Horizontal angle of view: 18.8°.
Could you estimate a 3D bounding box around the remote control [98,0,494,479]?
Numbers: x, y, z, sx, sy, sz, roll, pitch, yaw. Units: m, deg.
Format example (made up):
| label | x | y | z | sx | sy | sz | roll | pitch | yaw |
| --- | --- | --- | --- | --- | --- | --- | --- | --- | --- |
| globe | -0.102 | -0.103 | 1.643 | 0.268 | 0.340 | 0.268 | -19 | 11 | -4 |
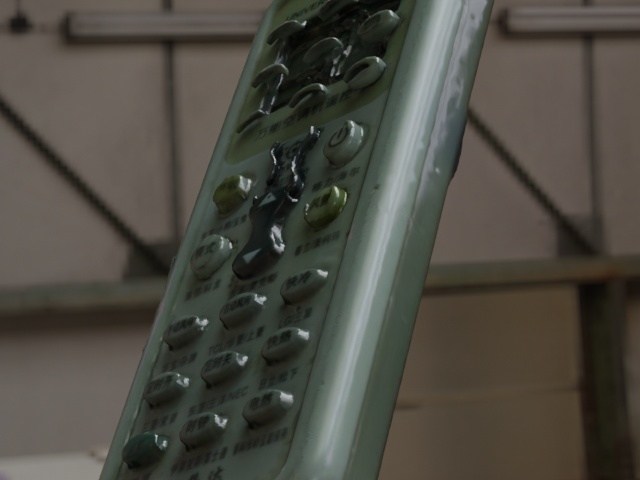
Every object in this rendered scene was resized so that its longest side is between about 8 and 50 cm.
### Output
| label | x | y | z | sx | sy | sz | roll | pitch | yaw |
| --- | --- | --- | --- | --- | --- | --- | --- | --- | --- |
| remote control | 0.000 | 0.000 | 0.794 | 0.128 | 0.065 | 0.335 | -24 | -144 | 39 |
